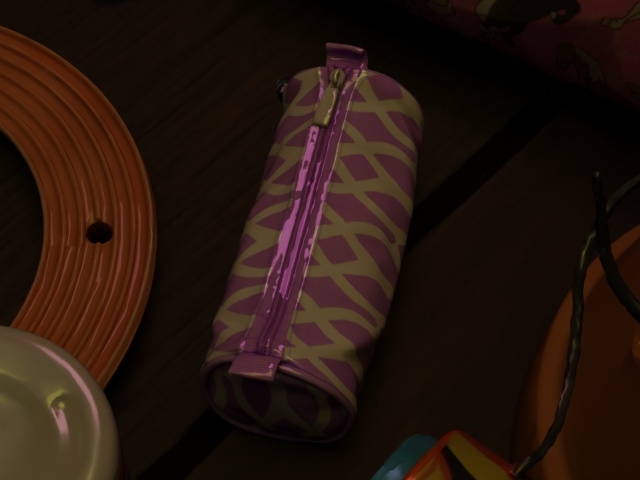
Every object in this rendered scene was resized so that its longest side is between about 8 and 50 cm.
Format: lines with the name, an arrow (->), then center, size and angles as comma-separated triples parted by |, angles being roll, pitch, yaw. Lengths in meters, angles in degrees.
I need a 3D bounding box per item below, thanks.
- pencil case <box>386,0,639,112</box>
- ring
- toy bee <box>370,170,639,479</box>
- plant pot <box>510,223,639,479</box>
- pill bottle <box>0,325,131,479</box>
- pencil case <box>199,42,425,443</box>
pencil case -> 0.082, -0.217, 0.774 | 0.386, 0.167, 0.160 | 31, 29, 17
ring -> -0.254, 0.009, 0.693 | 0.336, 0.032, 0.336 | 0, 56, -1
toy bee -> 0.029, 0.122, 0.456 | 0.195, 0.298, 0.162 | 12, 18, 26
plant pot -> 0.241, 0.067, 0.563 | 0.291, 0.203, 0.291 | 1, 57, -2
pill bottle -> -0.126, 0.122, 0.532 | 0.108, 0.180, 0.108 | 0, 57, -1
pencil case -> 0.000, 0.000, 0.669 | 0.086, 0.088, 0.206 | 8, 58, 7
